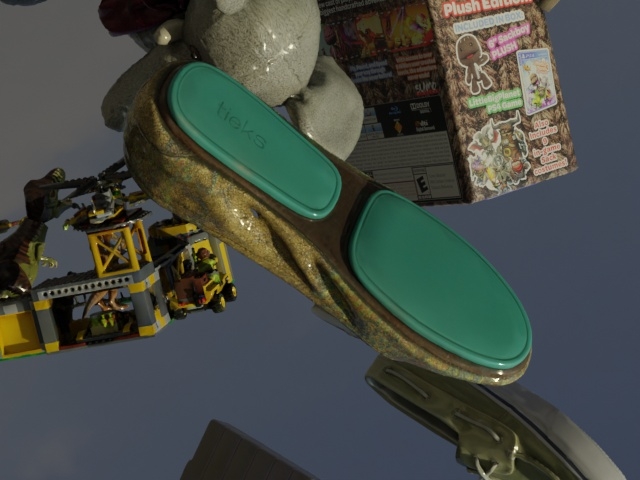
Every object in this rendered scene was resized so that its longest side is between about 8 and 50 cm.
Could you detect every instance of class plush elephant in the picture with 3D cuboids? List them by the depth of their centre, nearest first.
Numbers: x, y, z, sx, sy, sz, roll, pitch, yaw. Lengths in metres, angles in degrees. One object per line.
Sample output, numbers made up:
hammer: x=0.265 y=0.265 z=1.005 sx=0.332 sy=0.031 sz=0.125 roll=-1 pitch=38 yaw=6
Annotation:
plush elephant: x=-0.094 y=-0.175 z=1.488 sx=0.330 sy=0.272 sz=0.255 roll=-26 pitch=-153 yaw=10

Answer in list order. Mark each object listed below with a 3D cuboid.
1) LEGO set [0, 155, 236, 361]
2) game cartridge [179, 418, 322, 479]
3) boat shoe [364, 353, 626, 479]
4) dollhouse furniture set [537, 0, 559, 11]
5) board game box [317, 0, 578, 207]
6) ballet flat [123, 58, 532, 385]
LEGO set: x=-0.242 y=-0.015 z=1.489 sx=0.331 sy=0.192 sz=0.255 roll=-8 pitch=-169 yaw=23
game cartridge: x=-0.129 y=0.403 z=2.048 sx=0.230 sy=0.068 sz=0.355 roll=23 pitch=-93 yaw=57
boat shoe: x=0.172 y=0.188 z=1.724 sx=0.094 sy=0.109 sz=0.302 roll=-45 pitch=-123 yaw=-11
dollhouse furniture set: x=0.101 y=-0.258 z=1.072 sx=0.101 sy=0.182 sz=0.161 roll=-47 pitch=-164 yaw=53
board game box: x=0.103 y=-0.187 z=1.779 sx=0.141 sy=0.291 sz=0.232 roll=-18 pitch=-171 yaw=-33
ballet flat: x=0.000 y=0.000 z=1.315 sx=0.123 sy=0.348 sz=0.123 roll=-51 pitch=-169 yaw=13
